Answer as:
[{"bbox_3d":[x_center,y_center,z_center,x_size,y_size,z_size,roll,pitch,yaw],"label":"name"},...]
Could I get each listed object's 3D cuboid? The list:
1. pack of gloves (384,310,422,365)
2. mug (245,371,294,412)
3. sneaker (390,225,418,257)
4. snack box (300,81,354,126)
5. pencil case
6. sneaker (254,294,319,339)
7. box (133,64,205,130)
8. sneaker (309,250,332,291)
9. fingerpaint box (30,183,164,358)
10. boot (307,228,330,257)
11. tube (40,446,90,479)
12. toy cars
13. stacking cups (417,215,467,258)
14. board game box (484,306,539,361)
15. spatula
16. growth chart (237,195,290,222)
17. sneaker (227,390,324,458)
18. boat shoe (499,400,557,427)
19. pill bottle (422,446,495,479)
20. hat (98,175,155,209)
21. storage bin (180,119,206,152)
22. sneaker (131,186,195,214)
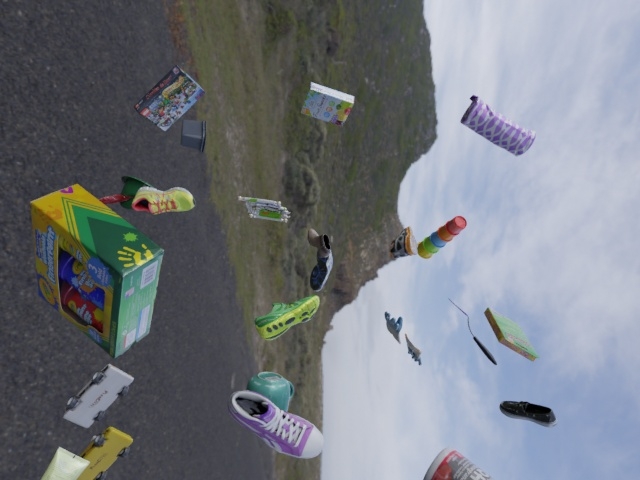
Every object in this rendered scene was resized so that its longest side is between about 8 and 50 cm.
[{"bbox_3d":[0.310,0.345,1.585,0.195,0.046,0.232,49,-9,29],"label":"pack of gloves"},{"bbox_3d":[-0.152,0.445,1.307,0.158,0.130,0.097,-10,107,-83],"label":"mug"},{"bbox_3d":[0.290,0.008,1.538,0.084,0.083,0.215,66,18,-5],"label":"sneaker"},{"bbox_3d":[0.021,-0.417,1.355,0.100,0.141,0.037,122,-21,-53],"label":"snack box"},{"bbox_3d":[0.486,-0.311,1.200,0.088,0.206,0.086,-62,-174,-11],"label":"pencil case"},{"bbox_3d":[-0.126,0.275,1.720,0.124,0.296,0.109,38,-45,36],"label":"sneaker"},{"bbox_3d":[-0.586,-0.551,1.722,0.044,0.233,0.159,52,8,21],"label":"box"},{"bbox_3d":[0.015,0.131,1.916,0.081,0.080,0.211,58,44,-49],"label":"sneaker"},{"bbox_3d":[-0.720,0.111,1.408,0.163,0.371,0.444,-43,165,-49],"label":"fingerpaint box"},{"bbox_3d":[0.000,0.000,1.408,0.118,0.042,0.087,66,-27,15],"label":"boot"},{"bbox_3d":[-0.718,0.676,1.145,0.240,0.062,0.070,-62,150,-28],"label":"tube"},{"bbox_3d":[-0.642,0.526,1.280,0.087,0.177,0.393,35,-59,59],"label":"toy cars"},{"bbox_3d":[0.546,-0.022,2.002,0.316,0.096,0.095,121,-26,-58],"label":"stacking cups"},{"bbox_3d":[0.624,0.307,1.451,0.039,0.124,0.259,-61,178,14],"label":"board game box"},{"bbox_3d":[0.584,0.346,1.692,0.296,0.030,0.084,61,10,19],"label":"spatula"},{"bbox_3d":[-0.198,-0.112,1.606,0.237,0.172,0.021,91,5,-76],"label":"growth chart"},{"bbox_3d":[-0.111,0.471,1.121,0.161,0.282,0.102,118,-2,-61],"label":"sneaker"},{"bbox_3d":[0.508,0.417,1.086,0.142,0.049,0.040,-3,-68,51],"label":"boat shoe"},{"bbox_3d":[0.506,0.840,1.421,0.319,0.176,0.176,28,-52,39],"label":"pill bottle"},{"bbox_3d":[-0.736,-0.129,1.684,0.173,0.209,0.183,92,20,-62],"label":"hat"},{"bbox_3d":[-0.505,-0.416,1.746,0.098,0.091,0.135,117,-28,-43],"label":"storage bin"},{"bbox_3d":[-0.498,-0.115,1.394,0.094,0.209,0.081,-73,161,-52],"label":"sneaker"}]
